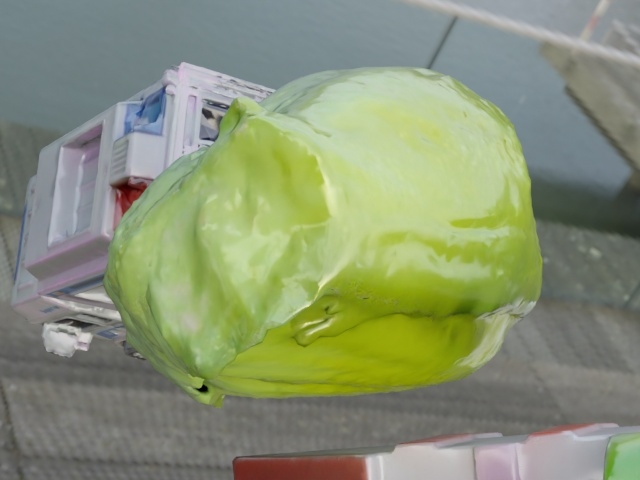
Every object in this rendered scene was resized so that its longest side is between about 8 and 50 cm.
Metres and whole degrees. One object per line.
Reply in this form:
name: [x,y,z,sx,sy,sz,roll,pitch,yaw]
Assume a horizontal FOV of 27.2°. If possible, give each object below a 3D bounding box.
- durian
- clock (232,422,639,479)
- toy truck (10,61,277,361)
durian: [0.000,0.000,0.435,0.139,0.101,0.250,-9,0,3]
clock: [-0.024,0.187,0.430,0.309,0.235,0.166,-7,-8,20]
toy truck: [-0.093,-0.005,0.763,0.155,0.268,0.124,14,72,-32]
